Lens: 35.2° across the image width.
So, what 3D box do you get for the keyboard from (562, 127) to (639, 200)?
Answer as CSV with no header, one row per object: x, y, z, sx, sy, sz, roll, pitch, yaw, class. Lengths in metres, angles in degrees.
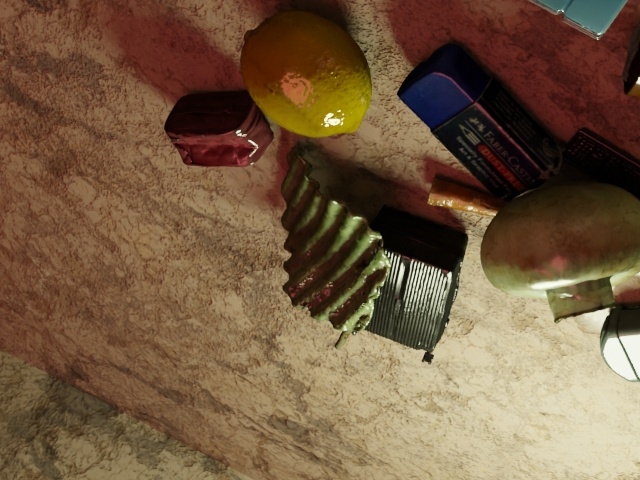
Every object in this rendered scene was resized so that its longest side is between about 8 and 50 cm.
0.581,-0.132,1.966,0.230,0.025,0.093,30,138,-1,keyboard

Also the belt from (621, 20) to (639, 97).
0.580,-0.361,1.583,0.122,0.217,0.338,17,135,6,belt

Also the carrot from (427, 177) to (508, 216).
0.334,-0.079,2.151,0.210,0.061,0.061,16,139,9,carrot

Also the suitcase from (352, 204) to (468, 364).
0.202,0.104,2.337,0.230,0.152,0.335,19,139,12,suitcase

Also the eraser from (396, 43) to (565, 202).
0.316,-0.224,1.963,0.332,0.101,0.155,42,140,-13,eraser

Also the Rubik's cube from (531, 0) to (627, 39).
0.405,-0.494,1.539,0.225,0.221,0.231,28,140,1,Rubik's cube

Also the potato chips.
0.001,0.007,2.268,0.373,0.097,0.389,45,143,35,potato chips

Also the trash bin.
0.730,0.220,2.189,0.236,0.101,0.176,-10,124,35,trash bin

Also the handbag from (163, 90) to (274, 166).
-0.226,-0.248,2.234,0.225,0.146,0.135,4,140,27,handbag

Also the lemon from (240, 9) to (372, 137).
-0.027,-0.325,1.970,0.263,0.235,0.236,15,146,-25,lemon

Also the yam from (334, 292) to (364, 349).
0.076,0.186,2.365,0.029,0.027,0.234,31,136,3,yam

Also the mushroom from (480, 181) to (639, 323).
0.486,0.023,1.964,0.352,0.352,0.260,-22,75,44,mushroom
